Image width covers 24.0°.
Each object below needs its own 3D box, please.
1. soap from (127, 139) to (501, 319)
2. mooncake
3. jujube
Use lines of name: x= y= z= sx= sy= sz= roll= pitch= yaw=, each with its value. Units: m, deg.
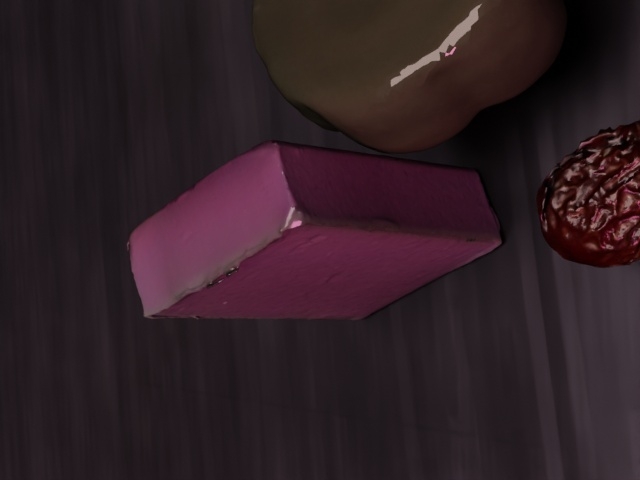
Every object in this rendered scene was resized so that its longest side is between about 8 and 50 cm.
soap: x=-0.001 y=-0.002 z=1.214 sx=0.181 sy=0.259 sz=0.081 roll=-31 pitch=68 yaw=37
mooncake: x=0.071 y=-0.197 z=1.196 sx=0.275 sy=0.135 sz=0.275 roll=-15 pitch=63 yaw=31
jujube: x=0.243 y=-0.039 z=1.118 sx=0.166 sy=0.104 sz=0.104 roll=-25 pitch=76 yaw=26
